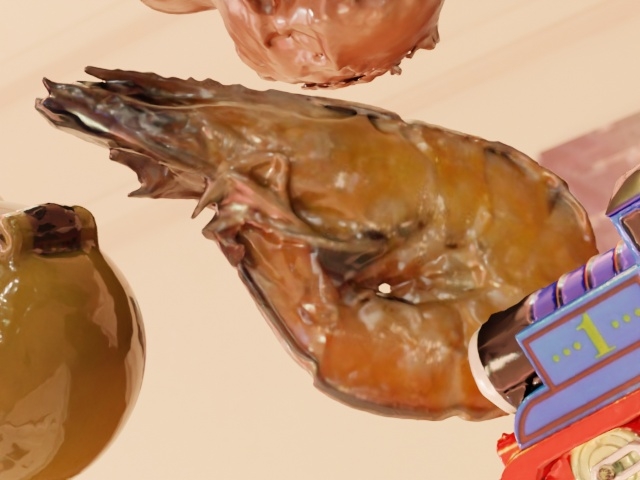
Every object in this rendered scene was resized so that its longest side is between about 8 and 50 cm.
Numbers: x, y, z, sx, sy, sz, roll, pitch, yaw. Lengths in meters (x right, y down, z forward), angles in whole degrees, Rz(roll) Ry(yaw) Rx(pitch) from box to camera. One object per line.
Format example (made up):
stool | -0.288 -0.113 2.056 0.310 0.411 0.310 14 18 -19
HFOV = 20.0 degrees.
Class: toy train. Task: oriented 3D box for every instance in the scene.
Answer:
toy train | 0.155 0.033 0.801 0.131 0.204 0.083 57 -146 3

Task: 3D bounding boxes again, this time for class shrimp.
shrimp | 0.000 0.000 0.928 0.317 0.062 0.164 18 -118 -11

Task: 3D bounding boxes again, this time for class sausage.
sausage | -0.021 -0.096 0.595 0.078 0.078 0.304 58 175 -19

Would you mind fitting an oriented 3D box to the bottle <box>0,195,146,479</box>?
bottle | -0.240 0.025 0.929 0.171 0.351 0.171 -26 -54 -43
